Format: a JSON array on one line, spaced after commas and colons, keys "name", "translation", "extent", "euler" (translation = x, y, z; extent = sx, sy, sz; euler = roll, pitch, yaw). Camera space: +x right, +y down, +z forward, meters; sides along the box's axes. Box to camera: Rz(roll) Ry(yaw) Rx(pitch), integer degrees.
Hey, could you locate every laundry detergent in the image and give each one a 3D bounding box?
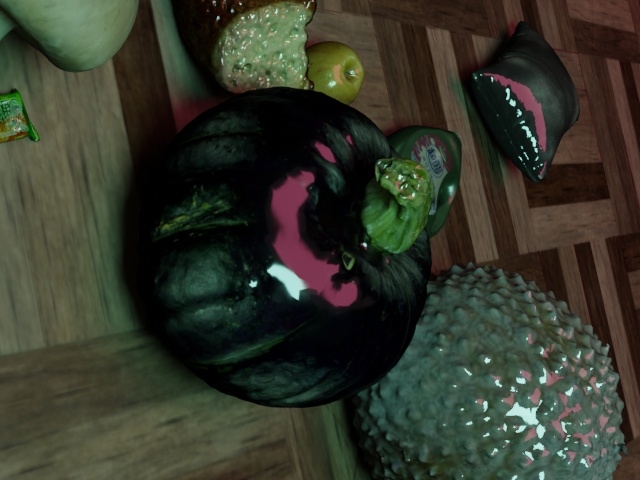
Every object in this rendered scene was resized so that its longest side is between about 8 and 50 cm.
[{"name": "laundry detergent", "translation": [0.130, -0.081, 1.315], "extent": [0.211, 0.063, 0.137], "euler": [-40, 113, -53]}]

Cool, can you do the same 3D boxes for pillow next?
[{"name": "pillow", "translation": [0.311, -0.213, 1.560], "extent": [0.186, 0.106, 0.250], "euler": [57, 38, -12]}]

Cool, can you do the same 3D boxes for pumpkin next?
[{"name": "pumpkin", "translation": [0.000, 0.000, 0.938], "extent": [0.296, 0.295, 0.296], "euler": [22, 62, -48]}]

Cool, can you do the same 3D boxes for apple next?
[{"name": "apple", "translation": [0.008, -0.182, 1.175], "extent": [0.084, 0.071, 0.084], "euler": [19, 65, -47]}]

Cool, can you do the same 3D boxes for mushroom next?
[{"name": "mushroom", "translation": [-0.243, -0.195, 0.782], "extent": [0.204, 0.204, 0.204], "euler": [22, 62, -48]}]

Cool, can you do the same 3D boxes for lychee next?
[{"name": "lychee", "translation": [0.174, 0.172, 1.116], "extent": [0.300, 0.300, 0.300], "euler": [22, 62, -48]}]

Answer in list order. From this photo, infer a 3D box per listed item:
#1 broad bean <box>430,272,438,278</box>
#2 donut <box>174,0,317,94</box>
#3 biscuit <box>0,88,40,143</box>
[{"name": "broad bean", "translation": [0.074, 0.040, 1.217], "extent": [0.226, 0.039, 0.069], "euler": [27, 52, -45]}, {"name": "donut", "translation": [-0.083, -0.234, 1.049], "extent": [0.126, 0.144, 0.187], "euler": [-12, 119, -48]}, {"name": "biscuit", "translation": [-0.262, -0.094, 0.837], "extent": [0.089, 0.016, 0.046], "euler": [-25, 99, -53]}]
